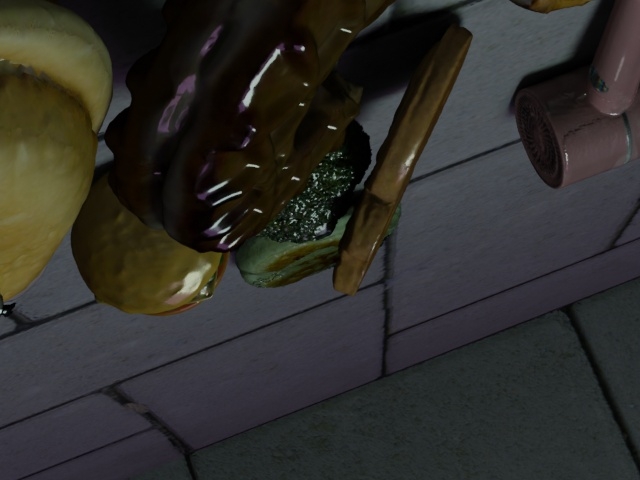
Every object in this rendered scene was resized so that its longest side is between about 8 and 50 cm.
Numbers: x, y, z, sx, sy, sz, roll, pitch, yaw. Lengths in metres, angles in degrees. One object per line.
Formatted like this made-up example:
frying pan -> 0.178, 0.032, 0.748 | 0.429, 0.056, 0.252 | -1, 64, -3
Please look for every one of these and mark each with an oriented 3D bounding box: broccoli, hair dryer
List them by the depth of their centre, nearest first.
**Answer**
broccoli -> -0.019, -0.067, 1.281 | 0.162, 0.138, 0.146 | -24, 164, -5
hair dryer -> 0.349, -0.198, 1.416 | 0.210, 0.125, 0.352 | -20, 158, -9

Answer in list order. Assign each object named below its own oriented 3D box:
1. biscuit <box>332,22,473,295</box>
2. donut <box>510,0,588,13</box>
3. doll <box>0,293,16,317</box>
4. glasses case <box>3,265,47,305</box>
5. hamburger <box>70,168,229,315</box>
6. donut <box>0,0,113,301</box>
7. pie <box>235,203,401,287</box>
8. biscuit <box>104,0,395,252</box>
biscuit -> 0.076, -0.079, 1.279 | 0.289, 0.044, 0.202 | -65, 177, 30
donut -> 0.209, -0.255, 0.805 | 0.299, 0.150, 0.317 | -21, 178, 40
doll -> -0.281, 0.075, 0.753 | 0.192, 0.095, 0.149 | -26, 169, 0
glasses case -> -0.401, 0.071, 1.342 | 0.297, 0.075, 0.113 | -30, 165, 31
hamburger -> -0.165, 0.001, 1.282 | 0.162, 0.162, 0.115 | -23, 167, 3
donut -> -0.343, -0.041, 0.810 | 0.449, 0.198, 0.449 | -21, 166, -6
pie -> 0.000, 0.000, 1.703 | 0.240, 0.054, 0.240 | -20, 167, -5
biscuit -> -0.043, -0.118, 0.960 | 0.268, 0.115, 0.366 | -52, 172, -18
